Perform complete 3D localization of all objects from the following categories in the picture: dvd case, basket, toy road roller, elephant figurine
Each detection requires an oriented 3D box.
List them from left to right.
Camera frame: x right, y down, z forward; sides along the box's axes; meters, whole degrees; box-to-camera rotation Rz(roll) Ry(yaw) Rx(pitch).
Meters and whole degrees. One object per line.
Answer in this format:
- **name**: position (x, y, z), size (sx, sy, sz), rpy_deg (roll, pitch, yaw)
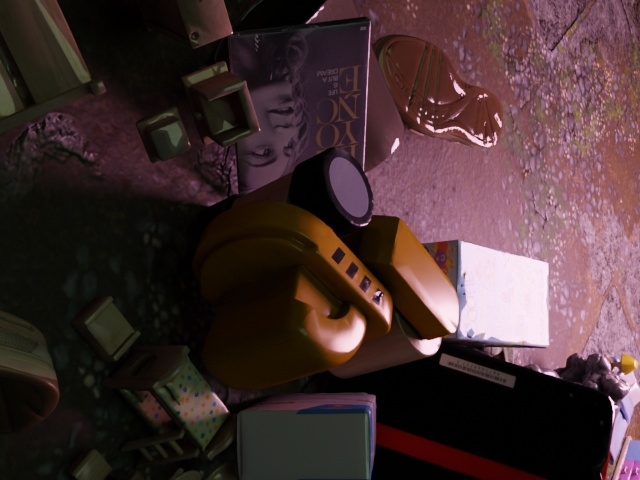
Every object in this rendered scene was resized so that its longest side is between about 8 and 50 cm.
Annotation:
- **dvd case**: position (-0.023, -0.149, 0.950), size (0.164, 0.018, 0.221), rpy_deg (-11, 129, -15)
- **toy road roller**: position (-0.004, 0.083, 0.906), size (0.329, 0.202, 0.241), rpy_deg (46, 38, -31)
- **basket**: position (0.002, -0.201, 1.030), size (0.204, 0.154, 0.227), rpy_deg (-51, 127, -20)
- **elephant figurine**: position (0.442, 0.309, 1.465), size (0.239, 0.169, 0.186), rpy_deg (-17, 61, -43)

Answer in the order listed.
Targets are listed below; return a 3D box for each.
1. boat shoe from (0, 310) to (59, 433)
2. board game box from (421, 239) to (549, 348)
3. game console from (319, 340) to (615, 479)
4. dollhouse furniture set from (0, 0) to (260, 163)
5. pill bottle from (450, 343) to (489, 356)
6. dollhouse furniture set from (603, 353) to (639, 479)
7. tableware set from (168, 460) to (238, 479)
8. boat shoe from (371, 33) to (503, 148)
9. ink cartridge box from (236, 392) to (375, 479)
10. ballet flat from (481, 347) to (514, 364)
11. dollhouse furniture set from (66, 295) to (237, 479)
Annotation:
- **boat shoe**: position (-0.353, 0.071, 0.646), size (0.302, 0.109, 0.098), rpy_deg (30, 24, -42)
- **board game box**: position (0.229, 0.091, 1.245), size (0.275, 0.142, 0.144), rpy_deg (12, 76, -47)
- **game console**: position (0.166, 0.298, 1.022), size (0.060, 0.386, 0.342), rpy_deg (95, 14, -57)
- **dollhouse furniture set**: position (-0.283, -0.189, 0.792), size (0.355, 0.174, 0.303), rpy_deg (-27, 121, -17)
- **pill bottle**: position (0.229, 0.234, 1.212), size (0.219, 0.122, 0.123), rpy_deg (42, 55, -52)
- **dollhouse furniture set**: position (0.668, 0.428, 1.650), size (0.286, 0.198, 0.303), rpy_deg (-51, 121, -39)
- **tableware set**: position (-0.147, 0.286, 0.823), size (0.141, 0.020, 0.168), rpy_deg (-54, 152, 4)
- **boat shoe**: position (0.158, -0.216, 1.233), size (0.341, 0.110, 0.122), rpy_deg (20, 82, -49)
- **ink cartridge box**: position (-0.008, 0.221, 0.909), size (0.191, 0.139, 0.082), rpy_deg (50, 38, -80)
- **ballet flat**: position (0.308, 0.206, 1.386), size (0.052, 0.057, 0.168), rpy_deg (-17, 98, -38)
- **dollhouse furniture set**: position (-0.194, 0.175, 0.795), size (0.161, 0.101, 0.182), rpy_deg (-53, 123, -38)
